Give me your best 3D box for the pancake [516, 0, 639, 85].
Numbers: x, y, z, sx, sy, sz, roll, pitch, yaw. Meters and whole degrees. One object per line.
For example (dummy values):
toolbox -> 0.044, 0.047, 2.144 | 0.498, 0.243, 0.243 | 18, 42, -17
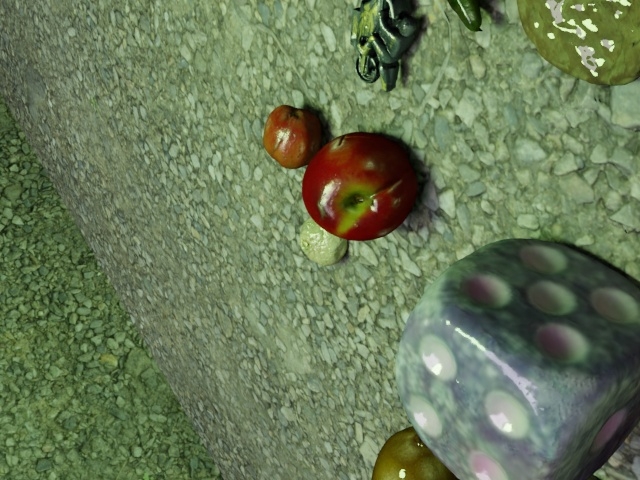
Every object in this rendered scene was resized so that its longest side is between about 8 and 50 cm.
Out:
pancake -> 0.321, -0.297, 0.887 | 0.242, 0.050, 0.241 | 47, 148, 41

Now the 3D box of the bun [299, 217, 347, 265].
bun -> 0.000, 0.000, 1.529 | 0.115, 0.069, 0.115 | 32, 135, 39

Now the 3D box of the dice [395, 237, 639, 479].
dice -> 0.286, 0.178, 1.039 | 0.271, 0.270, 0.270 | 39, 139, 37

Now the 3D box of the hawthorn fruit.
hawthorn fruit -> -0.055, -0.202, 1.438 | 0.128, 0.128, 0.128 | 34, 136, 40

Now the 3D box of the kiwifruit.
kiwifruit -> 0.192, 0.465, 1.443 | 0.196, 0.196, 0.233 | 31, 128, 42

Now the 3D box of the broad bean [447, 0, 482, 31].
broad bean -> 0.173, -0.373, 1.050 | 0.195, 0.046, 0.061 | 53, 158, 27

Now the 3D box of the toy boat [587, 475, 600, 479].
toy boat -> 0.446, 0.474, 1.177 | 0.227, 0.085, 0.155 | 40, 139, 35

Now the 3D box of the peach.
peach -> 0.070, -0.098, 1.310 | 0.190, 0.226, 0.196 | 35, 109, -9

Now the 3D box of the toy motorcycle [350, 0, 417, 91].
toy motorcycle -> 0.101, -0.329, 1.173 | 0.124, 0.061, 0.193 | 30, 132, 40
